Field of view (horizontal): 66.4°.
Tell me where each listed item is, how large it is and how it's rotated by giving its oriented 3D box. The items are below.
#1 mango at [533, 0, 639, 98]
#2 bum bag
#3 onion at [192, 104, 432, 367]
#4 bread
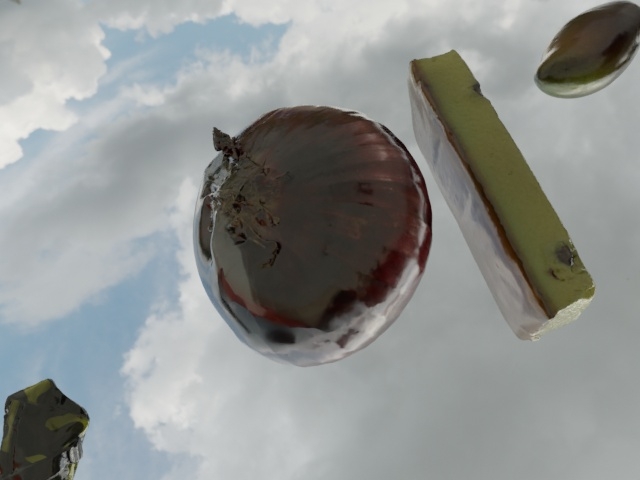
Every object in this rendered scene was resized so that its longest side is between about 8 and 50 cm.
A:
[{"bbox_3d":[0.428,-0.302,0.788,0.133,0.111,0.267,25,-124,39],"label":"mango"},{"bbox_3d":[-0.334,0.282,0.579,0.107,0.060,0.232,6,-93,5],"label":"bum bag"},{"bbox_3d":[0.000,0.000,0.527,0.273,0.285,0.273,-14,-118,28],"label":"onion"},{"bbox_3d":[0.200,-0.059,0.590,0.077,0.138,0.361,-19,-118,2],"label":"bread"}]
